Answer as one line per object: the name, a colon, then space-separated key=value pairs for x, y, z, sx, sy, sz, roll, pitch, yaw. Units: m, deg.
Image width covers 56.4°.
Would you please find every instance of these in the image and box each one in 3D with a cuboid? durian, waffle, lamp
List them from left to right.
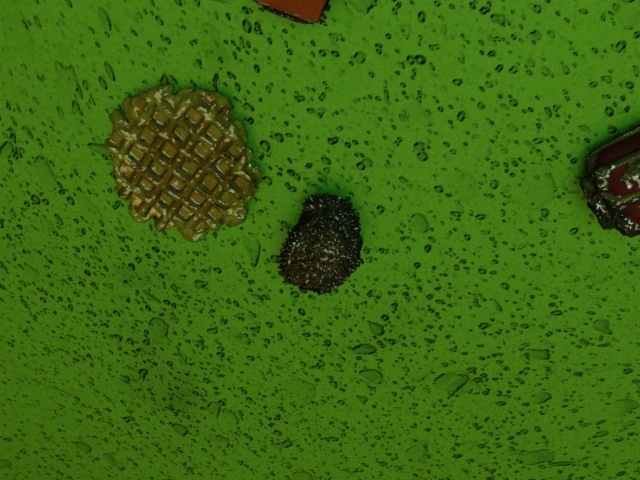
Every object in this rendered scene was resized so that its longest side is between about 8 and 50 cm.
waffle: x=-0.262 y=-0.142 z=1.154 sx=0.302 sy=0.068 sz=0.324 roll=-2 pitch=123 yaw=11
durian: x=0.000 y=0.000 z=1.120 sx=0.167 sy=0.196 sz=0.196 roll=1 pitch=122 yaw=1
lamp: x=0.569 y=-0.117 z=0.968 sx=0.274 sy=0.177 sz=0.177 roll=-30 pitch=112 yaw=25

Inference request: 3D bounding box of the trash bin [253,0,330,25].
trash bin: x=0.000 y=-0.453 z=0.871 sx=0.185 sy=0.161 sz=0.238 roll=19 pitch=130 yaw=-2
